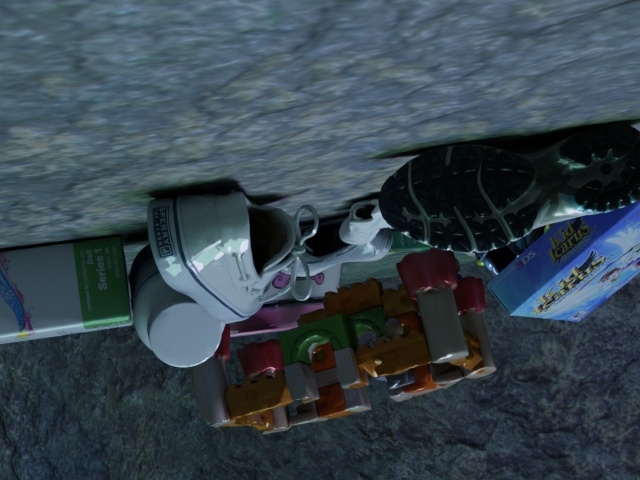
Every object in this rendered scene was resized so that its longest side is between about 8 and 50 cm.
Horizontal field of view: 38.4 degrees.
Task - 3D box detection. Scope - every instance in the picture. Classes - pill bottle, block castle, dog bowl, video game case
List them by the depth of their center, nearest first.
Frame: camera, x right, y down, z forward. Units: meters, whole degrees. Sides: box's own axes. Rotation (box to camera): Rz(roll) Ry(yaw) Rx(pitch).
[{"bbox_3d":[-0.192,0.084,1.241,0.124,0.124,0.221,-7,-159,-11],"label":"pill bottle"},{"bbox_3d":[0.393,0.007,1.265,0.269,0.061,0.244,-45,149,23],"label":"video game case"},{"bbox_3d":[0.034,0.150,1.463,0.453,0.212,0.303,-19,160,17],"label":"block castle"},{"bbox_3d":[-0.145,0.109,1.794,0.408,0.150,0.408,-7,173,-1],"label":"dog bowl"}]

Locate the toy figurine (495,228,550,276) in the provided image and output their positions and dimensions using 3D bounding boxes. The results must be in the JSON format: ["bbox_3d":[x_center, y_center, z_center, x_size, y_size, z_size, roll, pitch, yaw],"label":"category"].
[{"bbox_3d":[0.381,0.014,1.727,0.130,0.173,0.159,7,-168,18],"label":"toy figurine"}]

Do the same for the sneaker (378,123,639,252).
[{"bbox_3d":[0.197,-0.047,0.966,0.283,0.110,0.122,-8,178,-6],"label":"sneaker"}]

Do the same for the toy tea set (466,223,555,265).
[{"bbox_3d":[0.345,-0.007,1.516,0.200,0.124,0.336,-7,174,-15],"label":"toy tea set"}]

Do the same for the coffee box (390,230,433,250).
[{"bbox_3d":[0.150,0.005,1.793,0.113,0.040,0.184,-13,173,44],"label":"coffee box"}]

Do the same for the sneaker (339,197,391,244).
[{"bbox_3d":[0.060,-0.032,1.243,0.061,0.053,0.152,5,163,-29],"label":"sneaker"}]

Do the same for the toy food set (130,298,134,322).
[{"bbox_3d":[-0.463,0.120,1.897,0.220,0.092,0.306,-10,166,28],"label":"toy food set"}]

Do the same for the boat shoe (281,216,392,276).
[{"bbox_3d":[0.000,0.001,1.405,0.228,0.079,0.081,-11,155,40],"label":"boat shoe"}]

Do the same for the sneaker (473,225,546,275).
[{"bbox_3d":[0.234,-0.006,1.341,0.104,0.125,0.262,-6,174,-20],"label":"sneaker"}]

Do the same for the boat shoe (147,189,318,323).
[{"bbox_3d":[-0.074,0.008,1.090,0.157,0.135,0.367,-12,165,6],"label":"boat shoe"}]

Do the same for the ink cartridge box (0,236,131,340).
[{"bbox_3d":[-0.406,0.078,1.272,0.278,0.117,0.201,-7,174,-12],"label":"ink cartridge box"}]
